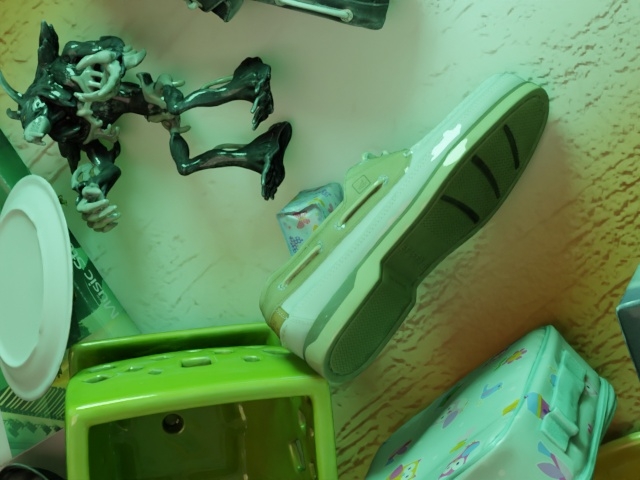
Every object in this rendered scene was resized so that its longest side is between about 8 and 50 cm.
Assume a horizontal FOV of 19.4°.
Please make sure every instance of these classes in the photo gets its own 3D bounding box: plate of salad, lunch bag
[{"bbox_3d":[-0.249,0.042,1.658,0.048,0.200,0.200,2,117,-29],"label":"plate of salad"},{"bbox_3d":[0.000,0.000,1.652,0.053,0.071,0.083,-16,103,22],"label":"lunch bag"},{"bbox_3d":[0.137,0.193,1.557,0.224,0.279,0.108,-38,97,24],"label":"lunch bag"}]

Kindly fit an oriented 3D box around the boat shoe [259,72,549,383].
[{"bbox_3d":[0.065,-0.029,1.560,0.103,0.113,0.302,36,82,32],"label":"boat shoe"}]

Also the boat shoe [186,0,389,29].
[{"bbox_3d":[-0.085,-0.236,1.585,0.301,0.108,0.102,10,110,8],"label":"boat shoe"}]

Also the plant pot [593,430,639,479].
[{"bbox_3d":[0.309,0.323,1.579,0.254,0.254,0.239,-13,120,22],"label":"plant pot"}]

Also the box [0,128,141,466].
[{"bbox_3d":[-0.332,0.048,1.790,0.232,0.058,0.322,-32,97,25],"label":"box"}]

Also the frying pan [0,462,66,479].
[{"bbox_3d":[-0.253,0.364,1.850,0.197,0.053,0.326,23,125,45],"label":"frying pan"}]

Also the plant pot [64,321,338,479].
[{"bbox_3d":[-0.115,0.196,1.657,0.227,0.207,0.228,-6,110,-11],"label":"plant pot"}]

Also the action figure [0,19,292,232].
[{"bbox_3d":[-0.173,-0.105,1.639,0.275,0.141,0.164,4,121,16],"label":"action figure"}]

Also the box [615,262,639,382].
[{"bbox_3d":[0.407,0.040,1.403,0.296,0.294,0.183,-17,102,23],"label":"box"}]
